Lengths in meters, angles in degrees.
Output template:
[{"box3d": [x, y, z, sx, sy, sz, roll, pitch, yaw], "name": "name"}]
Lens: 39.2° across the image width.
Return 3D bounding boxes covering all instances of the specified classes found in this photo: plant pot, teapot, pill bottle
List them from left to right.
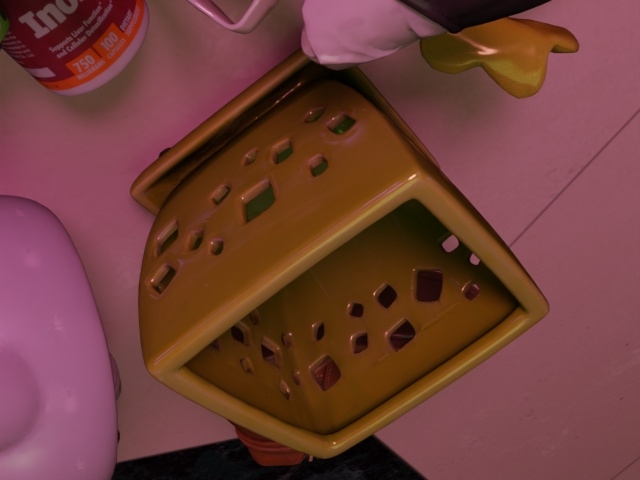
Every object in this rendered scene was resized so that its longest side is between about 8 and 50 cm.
[{"box3d": [-0.263, 0.093, 0.611, 0.187, 0.252, 0.256, -12, 143, -29], "name": "teapot"}, {"box3d": [-0.175, -0.159, 0.517, 0.086, 0.086, 0.152, -33, 140, 10], "name": "pill bottle"}, {"box3d": [0.000, 0.000, 0.684, 0.227, 0.207, 0.228, -36, 139, 14], "name": "plant pot"}]

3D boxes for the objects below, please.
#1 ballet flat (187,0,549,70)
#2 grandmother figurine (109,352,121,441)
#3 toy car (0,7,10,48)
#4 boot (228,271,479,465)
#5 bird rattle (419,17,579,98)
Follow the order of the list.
[{"box3d": [-0.006, -0.150, 0.490, 0.095, 0.280, 0.096, -4, 117, -64], "name": "ballet flat"}, {"box3d": [-0.283, 0.207, 0.853, 0.207, 0.104, 0.342, 0, 138, -45], "name": "grandmother figurine"}, {"box3d": [-0.273, -0.087, 0.511, 0.225, 0.053, 0.239, -15, 147, 28], "name": "toy car"}, {"box3d": [0.037, 0.148, 0.936, 0.283, 0.109, 0.220, -16, 138, -7], "name": "boot"}, {"box3d": [0.107, -0.236, 0.585, 0.207, 0.143, 0.253, -32, 128, -9], "name": "bird rattle"}]
